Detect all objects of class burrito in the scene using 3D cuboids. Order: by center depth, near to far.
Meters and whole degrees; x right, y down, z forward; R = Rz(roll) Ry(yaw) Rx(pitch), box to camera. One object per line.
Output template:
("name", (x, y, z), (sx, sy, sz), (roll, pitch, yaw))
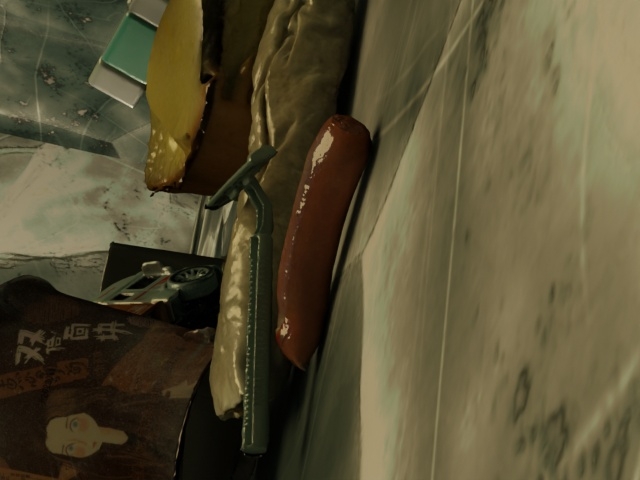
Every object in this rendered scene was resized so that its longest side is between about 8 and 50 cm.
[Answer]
("burrito", (-0.031, -0.046, 1.105), (0.117, 0.076, 0.392), (119, 161, -67))

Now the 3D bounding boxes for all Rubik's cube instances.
("Rubik's cube", (-0.104, -0.221, 1.521), (0.224, 0.213, 0.265), (-46, 19, 50))

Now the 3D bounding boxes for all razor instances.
("razor", (-0.045, 0.045, 0.983), (0.084, 0.036, 0.211), (140, 130, -57))

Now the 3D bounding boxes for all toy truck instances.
("toy truck", (-0.219, 0.134, 1.439), (0.305, 0.162, 0.136), (-37, -59, -50))

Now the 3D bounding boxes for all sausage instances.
("sausage", (-0.001, 0.000, 0.949), (0.040, 0.047, 0.176), (-12, -57, -49))

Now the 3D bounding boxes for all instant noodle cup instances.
("instant noodle cup", (-0.171, 0.148, 1.157), (0.217, 0.207, 0.217), (9, -90, -71))

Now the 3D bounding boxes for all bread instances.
("bread", (-0.079, -0.131, 1.283), (0.262, 0.163, 0.204), (153, 129, -75))

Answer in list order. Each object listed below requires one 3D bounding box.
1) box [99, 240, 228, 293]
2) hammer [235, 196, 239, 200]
("box", (-0.222, 0.071, 2.010), (0.274, 0.178, 0.138), (150, 132, -80))
("hammer", (-0.097, -0.170, 1.987), (0.159, 0.041, 0.226), (-102, 25, -74))
